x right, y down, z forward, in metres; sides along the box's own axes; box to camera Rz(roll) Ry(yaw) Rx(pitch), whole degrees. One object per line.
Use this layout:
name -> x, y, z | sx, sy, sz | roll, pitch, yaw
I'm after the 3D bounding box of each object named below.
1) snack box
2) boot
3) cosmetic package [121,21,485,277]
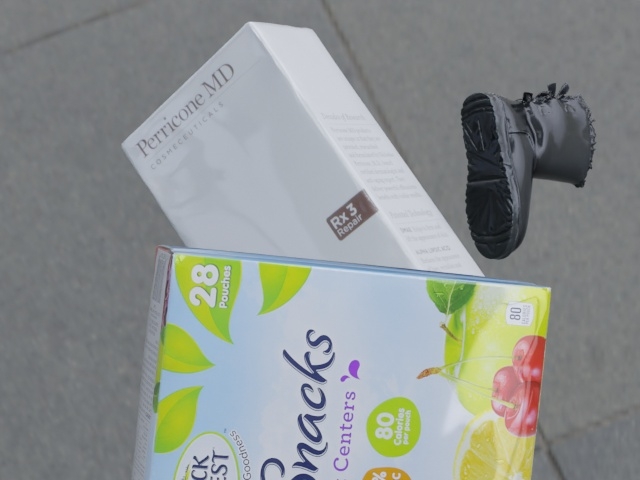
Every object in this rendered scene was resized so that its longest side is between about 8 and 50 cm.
snack box -> 0.003, 0.113, 0.774 | 0.174, 0.070, 0.207 | 6, 91, -12
boot -> 0.145, -0.048, 1.172 | 0.045, 0.099, 0.121 | -13, 81, 49
cosmetic package -> 0.000, 0.000, 0.977 | 0.117, 0.085, 0.231 | -41, 76, 23
